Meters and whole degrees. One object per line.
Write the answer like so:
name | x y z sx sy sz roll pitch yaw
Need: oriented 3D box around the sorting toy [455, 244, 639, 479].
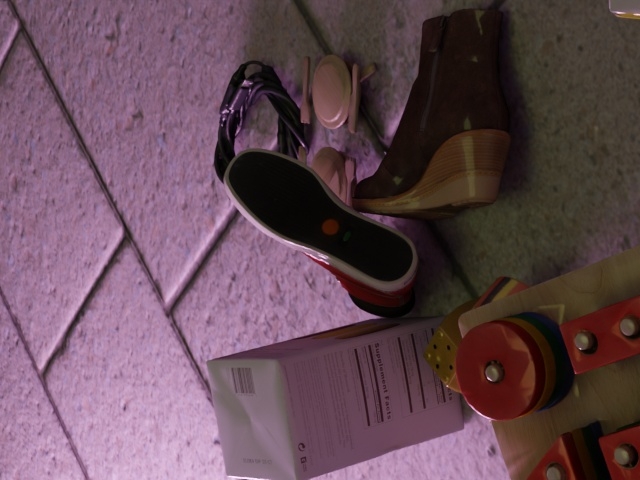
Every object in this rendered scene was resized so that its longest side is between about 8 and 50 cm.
sorting toy | 0.237 0.154 1.381 0.255 0.089 0.257 -25 80 42

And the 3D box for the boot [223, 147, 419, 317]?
boot | 0.000 0.000 1.797 0.244 0.088 0.176 34 167 12

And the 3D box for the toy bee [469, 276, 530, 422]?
toy bee | 0.256 0.098 1.527 0.298 0.195 0.162 9 152 28

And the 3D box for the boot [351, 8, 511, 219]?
boot | 0.119 -0.131 1.727 0.248 0.090 0.206 -10 77 57

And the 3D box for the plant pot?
plant pot | 0.159 0.116 1.709 0.081 0.083 0.081 53 135 31

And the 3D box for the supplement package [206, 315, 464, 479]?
supplement package | 0.019 0.171 1.769 0.139 0.244 0.133 -6 95 51

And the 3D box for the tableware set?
tableware set | 0.023 -0.119 1.863 0.128 0.039 0.194 19 109 58

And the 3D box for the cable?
cable | -0.074 -0.120 1.988 0.150 0.047 0.184 45 129 29

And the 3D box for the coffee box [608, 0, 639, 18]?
coffee box | 0.422 -0.318 1.061 0.338 0.338 0.334 10 107 50
